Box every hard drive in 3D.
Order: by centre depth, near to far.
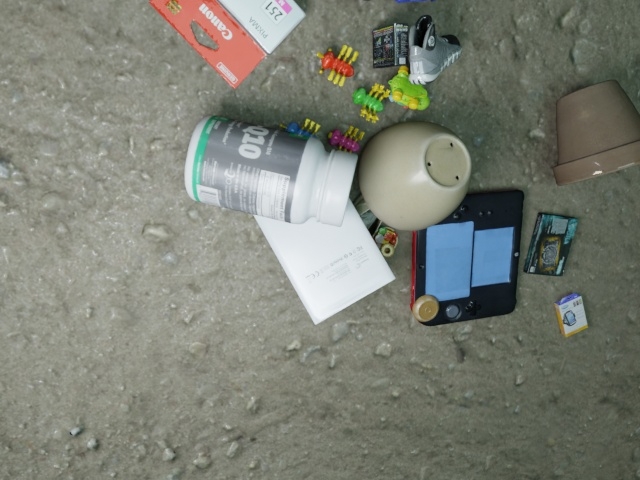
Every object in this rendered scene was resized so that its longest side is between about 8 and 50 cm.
[{"bbox_3d":[0.000,0.000,1.247,0.232,0.047,0.353,-30,86,2],"label":"hard drive"}]

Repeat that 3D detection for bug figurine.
[{"bbox_3d":[0.039,-0.325,1.229,0.216,0.072,0.279,27,100,-16],"label":"bug figurine"}]

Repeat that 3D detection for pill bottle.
[{"bbox_3d":[-0.107,-0.153,1.135,0.360,0.204,0.204,13,103,2],"label":"pill bottle"}]

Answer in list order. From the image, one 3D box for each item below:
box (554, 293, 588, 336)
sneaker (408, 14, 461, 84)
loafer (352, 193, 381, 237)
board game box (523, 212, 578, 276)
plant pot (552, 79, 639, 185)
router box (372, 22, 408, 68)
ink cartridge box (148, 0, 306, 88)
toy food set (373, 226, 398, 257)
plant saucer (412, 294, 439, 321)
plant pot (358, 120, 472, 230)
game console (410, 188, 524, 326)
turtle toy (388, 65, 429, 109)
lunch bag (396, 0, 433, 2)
[{"bbox_3d":[0.795,0.231,1.562,0.081,0.028,0.136,-22,106,-5],"label":"box"},{"bbox_3d":[0.272,-0.477,1.165,0.229,0.086,0.132,-53,138,-37],"label":"sneaker"},{"bbox_3d":[0.081,-0.003,1.316,0.101,0.092,0.269,26,98,-16],"label":"loafer"},{"bbox_3d":[0.693,0.015,1.481,0.126,0.026,0.186,6,104,-13],"label":"board game box"},{"bbox_3d":[0.737,-0.291,1.306,0.262,0.263,0.230,-17,91,-6],"label":"plant pot"},{"bbox_3d":[0.168,-0.468,1.189,0.038,0.122,0.092,-10,108,-18],"label":"router box"},{"bbox_3d":[-0.213,-0.534,1.128,0.239,0.060,0.275,-46,109,2],"label":"ink cartridge box"},{"bbox_3d":[0.178,0.002,1.375,0.082,0.020,0.083,23,100,-16],"label":"toy food set"},{"bbox_3d":[0.303,0.196,1.398,0.083,0.015,0.084,-4,106,-13],"label":"plant saucer"},{"bbox_3d":[0.259,-0.173,1.208,0.283,0.191,0.285,2,85,-18],"label":"plant pot"},{"bbox_3d":[0.425,0.052,1.420,0.341,0.060,0.387,-4,107,-10],"label":"game console"},{"bbox_3d":[0.226,-0.376,1.255,0.130,0.066,0.095,20,77,-18],"label":"turtle toy"},{"bbox_3d":[0.235,-0.630,1.141,0.096,0.151,0.129,-11,112,-48],"label":"lunch bag"}]
